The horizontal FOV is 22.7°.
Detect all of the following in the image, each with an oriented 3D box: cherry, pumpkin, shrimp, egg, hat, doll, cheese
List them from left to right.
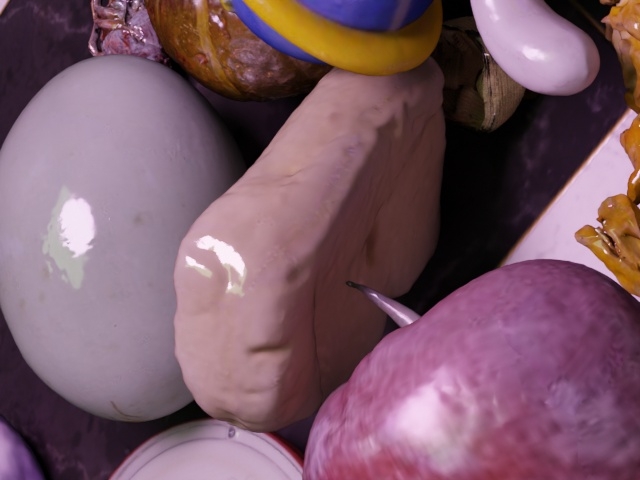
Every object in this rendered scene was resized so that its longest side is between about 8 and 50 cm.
[{"bbox_3d":[-0.147,-0.004,1.194,0.203,0.203,0.282,-19,69,40],"label":"egg"},{"bbox_3d":[-0.158,-0.191,1.353,0.073,0.075,0.190,110,158,-53],"label":"shrimp"},{"bbox_3d":[-0.024,-0.195,1.170,0.219,0.162,0.219,-13,55,19],"label":"pumpkin"},{"bbox_3d":[-0.002,0.000,1.018,0.093,0.159,0.263,14,48,26],"label":"cheese"},{"bbox_3d":[0.056,-0.181,0.961,0.242,0.160,0.311,-48,67,32],"label":"doll"},{"bbox_3d":[0.110,-0.115,1.077,0.077,0.059,0.076,32,136,54],"label":"hat"},{"bbox_3d":[0.106,0.125,0.913,0.285,0.213,0.236,52,138,23],"label":"cherry"}]

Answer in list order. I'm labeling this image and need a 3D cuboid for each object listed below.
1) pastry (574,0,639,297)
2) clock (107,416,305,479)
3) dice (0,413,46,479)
[{"bbox_3d":[0.224,-0.056,0.884,0.102,0.154,0.250,-35,53,56],"label":"pastry"},{"bbox_3d":[-0.091,0.285,1.152,0.318,0.080,0.318,-13,71,41],"label":"clock"},{"bbox_3d":[-0.393,0.278,1.312,0.271,0.270,0.270,-31,59,34],"label":"dice"}]
